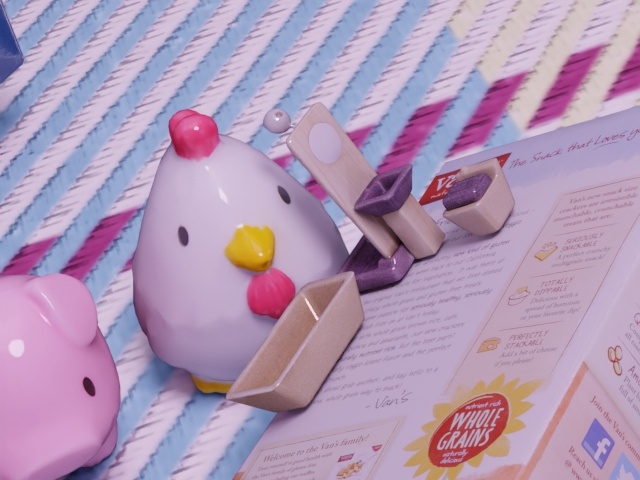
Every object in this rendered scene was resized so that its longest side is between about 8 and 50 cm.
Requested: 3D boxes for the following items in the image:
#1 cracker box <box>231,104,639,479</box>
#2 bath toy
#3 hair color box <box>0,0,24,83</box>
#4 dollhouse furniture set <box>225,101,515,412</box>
[{"bbox_3d":[0.069,0.050,0.643,0.156,0.067,0.232,-15,32,48],"label":"cracker box"},{"bbox_3d":[-0.143,0.058,0.692,0.348,0.129,0.151,-28,44,-15],"label":"bath toy"},{"bbox_3d":[-0.320,-0.037,0.789,0.174,0.105,0.347,18,52,31],"label":"hair color box"},{"bbox_3d":[0.000,0.000,0.649,0.091,0.081,0.114,-17,30,48],"label":"dollhouse furniture set"}]
